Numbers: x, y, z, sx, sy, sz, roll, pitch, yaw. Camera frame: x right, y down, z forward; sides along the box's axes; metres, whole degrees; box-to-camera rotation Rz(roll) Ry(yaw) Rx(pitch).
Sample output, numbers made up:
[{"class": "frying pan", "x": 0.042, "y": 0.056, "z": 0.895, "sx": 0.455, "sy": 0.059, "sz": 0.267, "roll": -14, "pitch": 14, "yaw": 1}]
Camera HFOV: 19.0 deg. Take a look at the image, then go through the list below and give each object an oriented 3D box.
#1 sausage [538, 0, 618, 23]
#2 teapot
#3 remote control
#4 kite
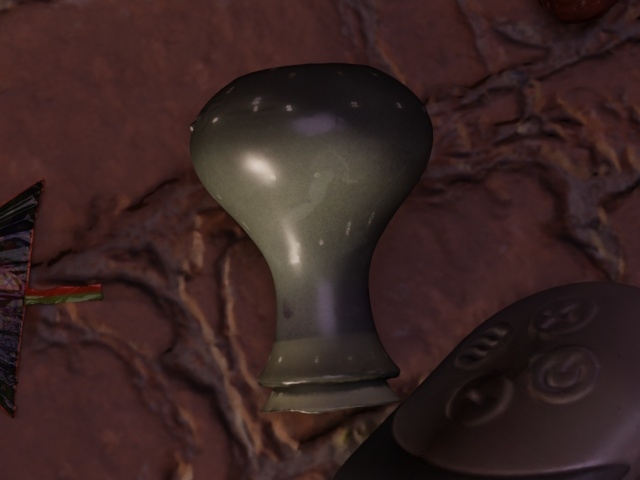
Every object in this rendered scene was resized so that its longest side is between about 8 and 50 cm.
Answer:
[{"class": "sausage", "x": 0.229, "y": -0.233, "z": 1.532, "sx": 0.141, "sy": 0.076, "sz": 0.076, "roll": -40, "pitch": 80, "yaw": -13}, {"class": "teapot", "x": 0.000, "y": 0.000, "z": 1.409, "sx": 0.184, "sy": 0.183, "sz": 0.250, "roll": -5, "pitch": 87, "yaw": -5}, {"class": "remote control", "x": 0.128, "y": 0.152, "z": 1.354, "sx": 0.332, "sy": 0.221, "sz": 0.103, "roll": -46, "pitch": 119, "yaw": -17}, {"class": "kite", "x": -0.245, "y": 0.039, "z": 1.457, "sx": 0.159, "sy": 0.010, "sz": 0.190, "roll": 7, "pitch": 76, "yaw": -3}]
